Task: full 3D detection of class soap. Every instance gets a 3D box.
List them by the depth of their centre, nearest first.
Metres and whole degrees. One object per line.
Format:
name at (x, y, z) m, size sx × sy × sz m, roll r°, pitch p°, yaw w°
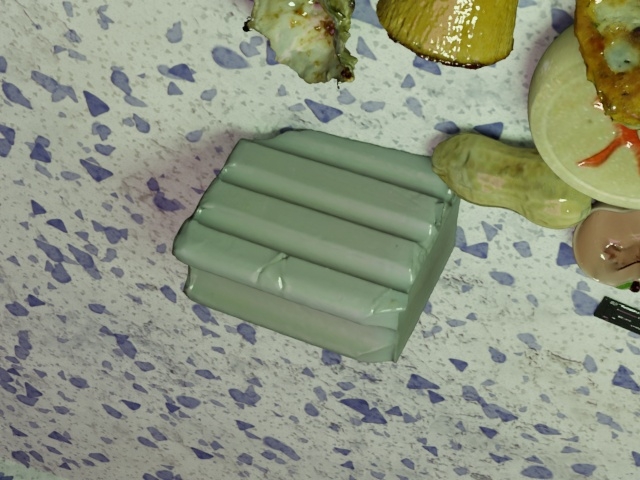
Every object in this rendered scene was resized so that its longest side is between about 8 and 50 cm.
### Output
soap at (0.000, 0.000, 2.186) m, size 0.435 × 0.350 × 0.213 m, roll 16°, pitch 149°, yaw 15°

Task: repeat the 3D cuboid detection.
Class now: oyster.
oyster at (-0.047, -0.395, 1.905) m, size 0.198 × 0.133 × 0.337 m, roll 0°, pitch 133°, yaw 32°

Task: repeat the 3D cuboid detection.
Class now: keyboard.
keyboard at (0.616, 0.161, 2.267) m, size 0.204 × 0.013 × 0.061 m, roll 23°, pitch 142°, yaw 5°

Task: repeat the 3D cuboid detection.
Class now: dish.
dish at (0.536, -0.010, 2.054) m, size 0.213 × 0.090 × 0.213 m, roll 16°, pitch 138°, yaw 14°

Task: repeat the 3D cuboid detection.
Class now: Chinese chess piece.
Chinese chess piece at (0.482, -0.198, 1.824) m, size 0.338 × 0.140 × 0.338 m, roll 16°, pitch 141°, yaw 13°

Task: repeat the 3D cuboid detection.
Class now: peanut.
peanut at (0.318, -0.106, 2.029) m, size 0.290 × 0.130 × 0.130 m, roll 19°, pitch 143°, yaw 25°

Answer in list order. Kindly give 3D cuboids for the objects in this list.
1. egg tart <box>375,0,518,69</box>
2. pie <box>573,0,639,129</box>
egg tart at (0.194, -0.359, 1.765) m, size 0.215 × 0.215 × 0.170 m, roll 21°, pitch 130°, yaw 7°
pie at (0.470, -0.302, 1.629) m, size 0.308 × 0.308 × 0.085 m, roll 12°, pitch 175°, yaw 17°
